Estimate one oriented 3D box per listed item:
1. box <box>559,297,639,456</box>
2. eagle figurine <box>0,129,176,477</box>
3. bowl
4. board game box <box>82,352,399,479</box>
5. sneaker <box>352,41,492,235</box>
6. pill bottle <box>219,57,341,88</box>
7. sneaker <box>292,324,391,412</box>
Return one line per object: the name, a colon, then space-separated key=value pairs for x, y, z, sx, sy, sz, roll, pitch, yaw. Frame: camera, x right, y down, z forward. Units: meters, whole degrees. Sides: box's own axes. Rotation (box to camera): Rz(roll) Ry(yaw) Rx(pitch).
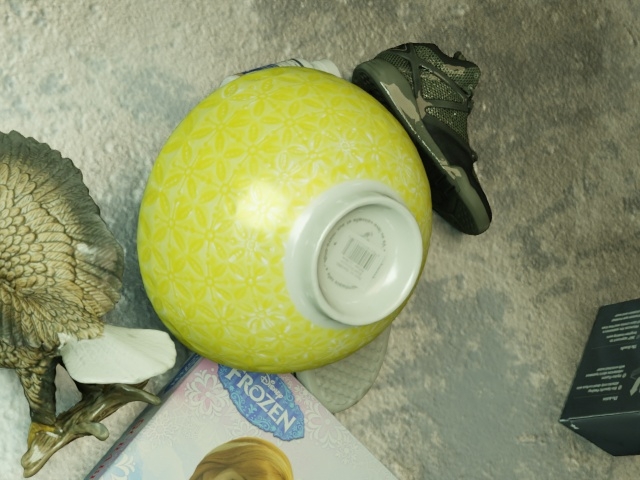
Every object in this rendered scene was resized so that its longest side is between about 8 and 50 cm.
box: x=0.369 y=0.149 z=1.504 sx=0.093 sy=0.156 sz=0.158 roll=34 pitch=67 yaw=-18
eagle figurine: x=-0.280 y=0.049 z=1.187 sx=0.225 sy=0.226 sz=0.298 roll=-28 pitch=98 yaw=-8
bowl: x=0.000 y=0.000 z=1.201 sx=0.290 sy=0.156 sz=0.289 roll=-11 pitch=111 yaw=-31
board game box: x=-0.078 y=0.298 z=1.299 sx=0.318 sy=0.066 sz=0.318 roll=45 pitch=64 yaw=-11
sneaker: x=0.145 y=-0.122 z=1.489 sx=0.130 sy=0.087 sz=0.227 roll=-33 pitch=89 yaw=-22
pill bottle: x=-0.040 y=-0.153 z=1.415 sx=0.120 sy=0.067 sz=0.067 roll=-19 pitch=88 yaw=-28
sneaker: x=-0.007 y=0.010 z=1.375 sx=0.126 sy=0.127 sz=0.321 roll=-14 pitch=111 yaw=-37
